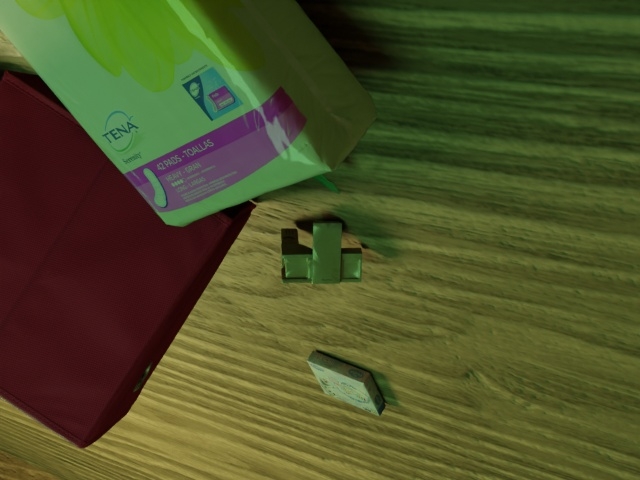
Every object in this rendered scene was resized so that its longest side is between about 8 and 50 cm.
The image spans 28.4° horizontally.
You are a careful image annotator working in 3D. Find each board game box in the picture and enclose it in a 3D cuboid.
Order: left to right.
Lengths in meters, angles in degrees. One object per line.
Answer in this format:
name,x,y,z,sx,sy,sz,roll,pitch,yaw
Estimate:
board game box,0.034,0.188,1.664,0.090,0.020,0.090,19,154,30

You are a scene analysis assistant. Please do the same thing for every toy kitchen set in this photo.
toy kitchen set,0.000,0.000,1.338,0.083,0.075,0.068,0,112,-3

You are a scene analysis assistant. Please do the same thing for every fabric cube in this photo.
fabric cube,-0.244,0.011,1.265,0.259,0.258,0.254,34,-176,0

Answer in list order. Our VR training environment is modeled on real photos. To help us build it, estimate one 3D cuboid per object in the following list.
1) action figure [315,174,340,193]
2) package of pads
action figure,-0.096,-0.116,1.179,0.232,0.063,0.137,16,154,26
package of pads,-0.128,-0.160,1.016,0.229,0.101,0.296,-17,117,50
